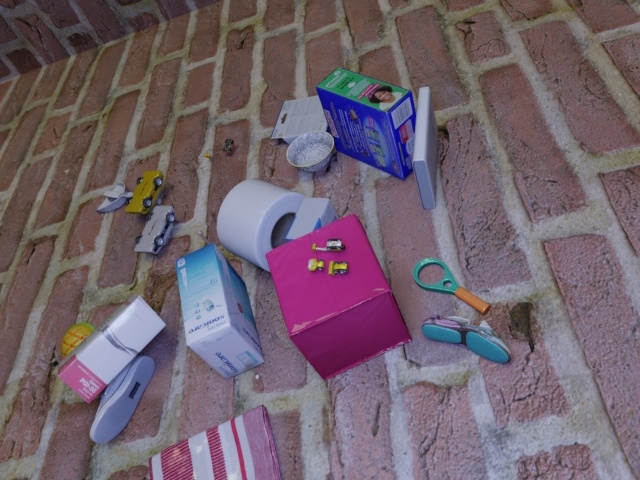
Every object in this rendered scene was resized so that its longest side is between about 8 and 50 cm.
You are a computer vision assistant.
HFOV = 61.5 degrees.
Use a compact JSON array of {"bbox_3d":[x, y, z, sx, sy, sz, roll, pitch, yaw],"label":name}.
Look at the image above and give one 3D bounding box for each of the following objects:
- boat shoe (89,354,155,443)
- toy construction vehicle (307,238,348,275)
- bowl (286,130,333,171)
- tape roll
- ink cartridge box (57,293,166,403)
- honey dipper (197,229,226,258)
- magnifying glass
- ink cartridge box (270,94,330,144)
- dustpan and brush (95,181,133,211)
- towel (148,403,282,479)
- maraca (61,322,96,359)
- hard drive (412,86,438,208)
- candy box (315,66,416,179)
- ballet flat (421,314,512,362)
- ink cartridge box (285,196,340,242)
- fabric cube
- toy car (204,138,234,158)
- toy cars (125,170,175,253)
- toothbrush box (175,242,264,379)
[{"bbox_3d":[-0.557,0.433,1.484,0.084,0.095,0.258,1,43,30],"label":"boat shoe"},{"bbox_3d":[0.022,0.042,1.241,0.098,0.035,0.086,-5,62,22],"label":"toy construction vehicle"},{"bbox_3d":[-0.024,-0.288,1.833,0.169,0.080,0.170,-12,50,15],"label":"bowl"},{"bbox_3d":[-0.159,-0.046,1.586,0.169,0.246,0.246,21,64,35],"label":"tape roll"},{"bbox_3d":[-0.587,0.293,1.515,0.283,0.117,0.207,-47,15,-20],"label":"ink cartridge box"},{"bbox_3d":[-0.338,0.018,1.666,0.030,0.161,0.031,-11,50,13],"label":"honey dipper"},{"bbox_3d":[0.335,0.118,1.387,0.092,0.026,0.231,-43,50,-13],"label":"magnifying glass"},{"bbox_3d":[-0.056,-0.451,2.002,0.223,0.045,0.224,-2,52,23],"label":"ink cartridge box"},{"bbox_3d":[-0.780,-0.170,2.078,0.211,0.060,0.147,10,58,30],"label":"dustpan and brush"},{"bbox_3d":[-0.257,0.559,1.280,0.328,0.037,0.237,-25,47,3],"label":"towel"},{"bbox_3d":[-0.719,0.340,1.620,0.127,0.099,0.186,-16,74,11],"label":"maraca"},{"bbox_3d":[0.315,-0.275,1.593,0.040,0.203,0.308,-3,52,20],"label":"hard drive"},{"bbox_3d":[0.156,-0.370,1.694,0.122,0.268,0.317,-44,49,-18],"label":"candy box"},{"bbox_3d":[0.350,0.219,1.275,0.221,0.077,0.079,13,40,32],"label":"ballet flat"},{"bbox_3d":[0.000,0.000,1.508,0.085,0.203,0.148,5,55,29],"label":"ink cartridge box"},{"bbox_3d":[0.046,0.141,1.339,0.258,0.254,0.258,-25,47,2],"label":"fabric cube"},{"bbox_3d":[-0.385,-0.350,2.065,0.121,0.040,0.060,-10,71,13],"label":"toy car"},{"bbox_3d":[-0.598,-0.094,1.927,0.176,0.087,0.394,-32,51,3],"label":"toy cars"},{"bbox_3d":[-0.276,0.191,1.464,0.126,0.216,0.296,-24,47,4],"label":"toothbrush box"}]
